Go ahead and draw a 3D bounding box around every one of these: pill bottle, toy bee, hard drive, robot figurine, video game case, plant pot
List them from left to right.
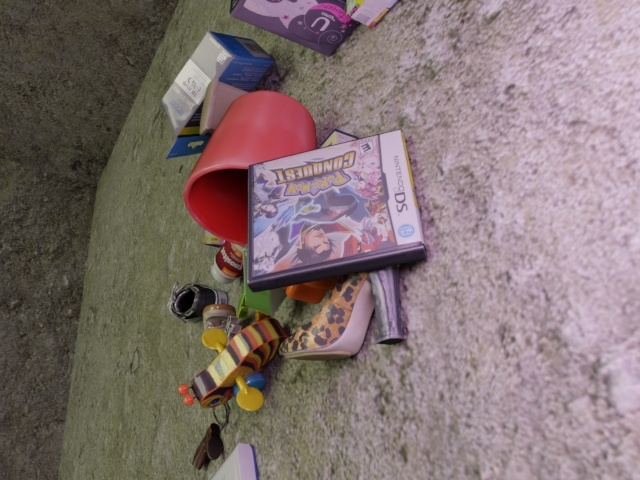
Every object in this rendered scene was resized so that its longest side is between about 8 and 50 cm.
[{"bbox_3d":[-0.207,0.590,1.297,0.318,0.040,0.210,-56,32,31],"label":"hard drive"},{"bbox_3d":[-0.190,0.285,1.285,0.195,0.162,0.298,27,106,39],"label":"toy bee"},{"bbox_3d":[-0.199,0.038,1.521,0.152,0.086,0.086,-49,37,40],"label":"pill bottle"},{"bbox_3d":[-0.121,-0.153,1.314,0.275,0.275,0.243,-40,34,47],"label":"plant pot"},{"bbox_3d":[-0.001,-0.001,1.130,0.219,0.128,0.158,-67,-10,13],"label":"robot figurine"},{"bbox_3d":[0.016,-0.053,1.027,0.275,0.035,0.248,-12,53,10],"label":"video game case"}]

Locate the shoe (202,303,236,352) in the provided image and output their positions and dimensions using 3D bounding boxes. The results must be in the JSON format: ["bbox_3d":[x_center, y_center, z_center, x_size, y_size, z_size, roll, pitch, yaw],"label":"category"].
[{"bbox_3d":[-0.231,0.202,1.475,0.219,0.077,0.058,107,155,-62],"label":"shoe"}]

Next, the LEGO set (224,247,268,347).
[{"bbox_3d":[-0.144,0.116,1.387,0.093,0.087,0.227,-128,52,-61],"label":"LEGO set"}]

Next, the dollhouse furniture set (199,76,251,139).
[{"bbox_3d":[-0.249,-0.215,1.623,0.303,0.198,0.286,-25,54,56],"label":"dollhouse furniture set"}]

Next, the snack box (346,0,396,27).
[{"bbox_3d":[0.131,-0.545,1.229,0.207,0.070,0.174,-36,46,52],"label":"snack box"}]

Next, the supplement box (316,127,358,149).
[{"bbox_3d":[0.032,-0.151,1.223,0.083,0.056,0.083,-43,41,45],"label":"supplement box"}]

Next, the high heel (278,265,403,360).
[{"bbox_3d":[0.025,0.096,1.055,0.261,0.093,0.186,-21,63,38],"label":"high heel"}]

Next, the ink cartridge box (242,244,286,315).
[{"bbox_3d":[-0.093,0.030,1.214,0.109,0.062,0.209,-53,-25,-43],"label":"ink cartridge box"}]

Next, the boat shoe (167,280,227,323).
[{"bbox_3d":[-0.352,0.167,1.715,0.306,0.105,0.113,4,79,62],"label":"boat shoe"}]

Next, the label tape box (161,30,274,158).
[{"bbox_3d":[-0.299,-0.385,1.714,0.333,0.106,0.241,-48,-7,23],"label":"label tape box"}]

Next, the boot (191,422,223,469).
[{"bbox_3d":[-0.261,0.489,1.452,0.114,0.037,0.106,-59,18,21],"label":"boot"}]

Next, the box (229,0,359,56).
[{"bbox_3d":[-0.042,-0.523,1.347,0.163,0.247,0.142,-34,49,51],"label":"box"}]

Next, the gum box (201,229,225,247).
[{"bbox_3d":[-0.240,-0.035,1.658,0.188,0.062,0.107,1,77,62],"label":"gum box"}]
